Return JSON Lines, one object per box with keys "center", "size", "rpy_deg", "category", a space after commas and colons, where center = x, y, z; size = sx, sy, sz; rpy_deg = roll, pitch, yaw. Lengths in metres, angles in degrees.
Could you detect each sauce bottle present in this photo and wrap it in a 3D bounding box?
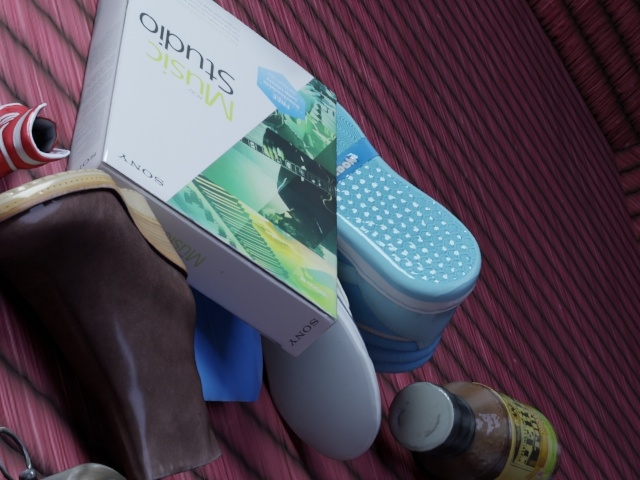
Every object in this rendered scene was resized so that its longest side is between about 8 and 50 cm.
{"center": [0.160, 0.206, 2.077], "size": [0.344, 0.111, 0.111], "rpy_deg": [26, 45, -66], "category": "sauce bottle"}

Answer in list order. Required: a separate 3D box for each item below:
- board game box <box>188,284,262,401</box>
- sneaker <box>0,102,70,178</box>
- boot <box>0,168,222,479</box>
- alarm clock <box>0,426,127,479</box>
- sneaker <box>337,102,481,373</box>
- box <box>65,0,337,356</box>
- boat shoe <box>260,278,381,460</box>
{"center": [-0.100, 0.067, 1.572], "size": [0.168, 0.033, 0.133], "rpy_deg": [10, 64, -65], "category": "board game box"}
{"center": [-0.199, -0.073, 1.367], "size": [0.042, 0.067, 0.118], "rpy_deg": [63, 17, -17], "category": "sneaker"}
{"center": [-0.143, 0.063, 1.337], "size": [0.248, 0.090, 0.207], "rpy_deg": [4, 68, -69], "category": "boot"}
{"center": [-0.147, 0.188, 1.224], "size": [0.192, 0.064, 0.129], "rpy_deg": [57, 20, -25], "category": "alarm clock"}
{"center": [0.000, 0.000, 1.854], "size": [0.319, 0.127, 0.208], "rpy_deg": [46, -33, 24], "category": "sneaker"}
{"center": [-0.087, -0.079, 1.615], "size": [0.232, 0.058, 0.322], "rpy_deg": [35, 32, -24], "category": "box"}
{"center": [-0.019, 0.060, 1.738], "size": [0.267, 0.096, 0.088], "rpy_deg": [59, 21, -1], "category": "boat shoe"}
